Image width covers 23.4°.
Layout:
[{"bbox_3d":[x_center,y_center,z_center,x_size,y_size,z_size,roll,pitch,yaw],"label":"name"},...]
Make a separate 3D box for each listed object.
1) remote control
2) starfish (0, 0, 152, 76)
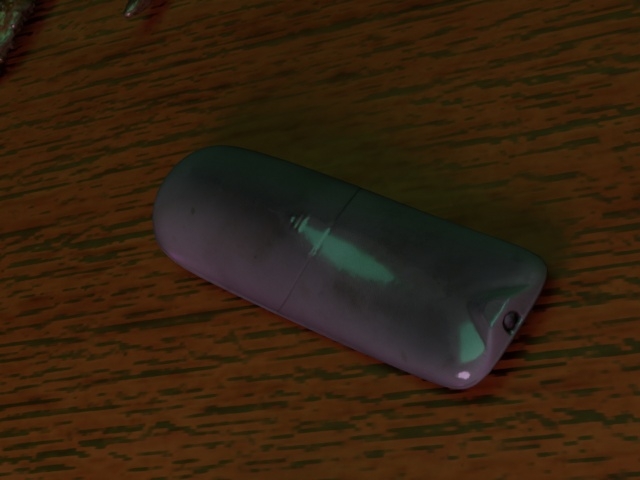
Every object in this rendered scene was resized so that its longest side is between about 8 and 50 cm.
[{"bbox_3d":[0.000,0.000,0.718,0.229,0.044,0.073,22,70,42],"label":"remote control"},{"bbox_3d":[-0.177,-0.232,0.993,0.299,0.060,0.302,-22,50,16],"label":"starfish"}]
